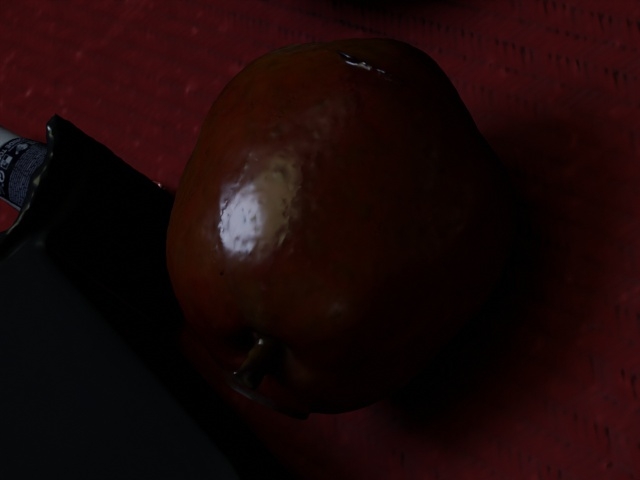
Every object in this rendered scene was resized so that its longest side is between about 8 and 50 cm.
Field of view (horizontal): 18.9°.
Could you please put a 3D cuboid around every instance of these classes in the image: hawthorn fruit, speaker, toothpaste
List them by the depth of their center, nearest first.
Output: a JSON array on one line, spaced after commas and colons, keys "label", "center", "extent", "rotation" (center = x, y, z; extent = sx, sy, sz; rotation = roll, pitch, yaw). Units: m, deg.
[{"label": "hawthorn fruit", "center": [0.000, 0.000, 1.000], "extent": [0.185, 0.185, 0.202], "rotation": [-9, 41, 43]}, {"label": "speaker", "center": [-0.086, 0.109, 1.043], "extent": [0.184, 0.180, 0.388], "rotation": [-51, 41, 4]}, {"label": "toothpaste", "center": [-0.177, -0.030, 1.315], "extent": [0.193, 0.045, 0.071], "rotation": [23, 94, 43]}]
